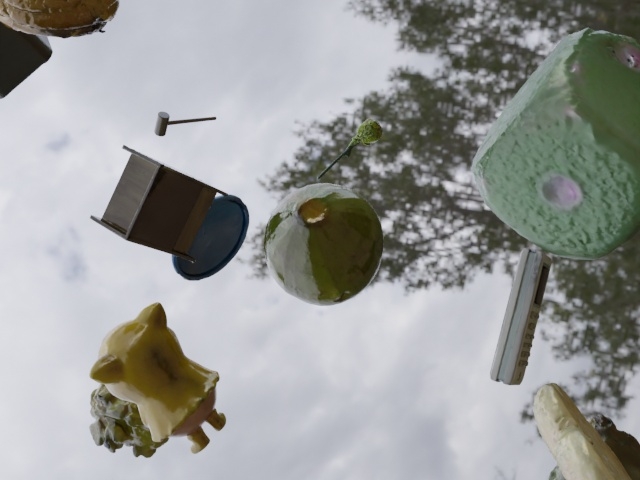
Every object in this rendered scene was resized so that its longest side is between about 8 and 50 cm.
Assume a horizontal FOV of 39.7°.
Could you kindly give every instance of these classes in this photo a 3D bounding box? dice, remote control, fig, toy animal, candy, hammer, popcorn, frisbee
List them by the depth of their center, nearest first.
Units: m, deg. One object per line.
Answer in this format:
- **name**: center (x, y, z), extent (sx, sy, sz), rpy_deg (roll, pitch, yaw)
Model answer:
- **candy**: center (0.042, -0.131, 1.303), extent (0.123, 0.035, 0.035), rpy_deg (-42, -6, 0)
- **toy animal**: center (-0.237, 0.220, 1.353), extent (0.230, 0.156, 0.156), rpy_deg (49, -130, -17)
- **hammer**: center (-0.214, -0.191, 1.417), extent (0.110, 0.019, 0.035), rpy_deg (-14, -41, -39)
- **dice**: center (0.506, -0.185, 1.692), extent (0.330, 0.318, 0.322), rpy_deg (-52, -1, -38)
- **fig**: center (0.000, 0.000, 1.706), extent (0.271, 0.239, 0.239), rpy_deg (52, -126, -65)
- **remote control**: center (0.417, 0.159, 1.823), extent (0.103, 0.056, 0.277), rpy_deg (20, -95, -64)
- **popcorn**: center (-0.449, 0.418, 2.104), extent (0.169, 0.218, 0.189), rpy_deg (-22, -50, -60)
- **frisbee**: center (-0.275, -0.011, 2.171), extent (0.242, 0.045, 0.242), rpy_deg (-36, -35, -30)

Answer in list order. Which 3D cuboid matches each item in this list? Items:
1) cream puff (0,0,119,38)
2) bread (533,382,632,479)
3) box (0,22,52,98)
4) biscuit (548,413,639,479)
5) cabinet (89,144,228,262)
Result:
- **cream puff**: center (-0.371, -0.361, 1.249), extent (0.189, 0.189, 0.129), rpy_deg (-39, -40, -51)
- **bread**: center (0.345, 0.300, 1.038), extent (0.054, 0.316, 0.316), rpy_deg (-37, -27, 11)
- **box**: center (-0.545, -0.351, 1.449), extent (0.163, 0.243, 0.135), rpy_deg (-39, -42, 6)
- **biscuit**: center (0.539, 0.485, 1.680), extent (0.078, 0.329, 0.335), rpy_deg (120, 153, -52)
- **cabinet**: center (-0.349, -0.077, 1.911), extent (0.215, 0.148, 0.174), rpy_deg (23, -87, -53)
